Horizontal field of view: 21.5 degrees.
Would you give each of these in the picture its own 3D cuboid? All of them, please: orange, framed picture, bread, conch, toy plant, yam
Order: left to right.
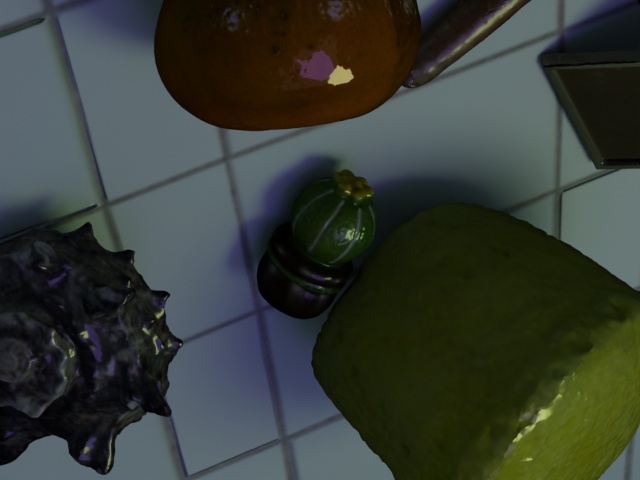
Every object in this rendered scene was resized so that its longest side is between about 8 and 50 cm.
[{"bbox_3d":[-0.263,0.109,1.635,0.240,0.186,0.313,16,147,-11],"label":"conch"},{"bbox_3d":[-0.029,-0.182,1.430,0.240,0.240,0.171,-9,99,-25],"label":"orange"},{"bbox_3d":[0.000,0.000,1.740,0.093,0.093,0.162,6,129,-37],"label":"toy plant"},{"bbox_3d":[0.183,0.142,1.816,0.348,0.308,0.348,-34,147,-25],"label":"bread"},{"bbox_3d":[0.175,-0.236,1.633,0.264,0.046,0.046,-39,141,11],"label":"yam"},{"bbox_3d":[0.398,-0.135,1.762,0.289,0.020,0.211,1,152,28],"label":"framed picture"}]

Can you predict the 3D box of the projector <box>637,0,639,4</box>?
[{"bbox_3d":[0.412,-0.350,1.374,0.242,0.405,0.395,15,123,-42],"label":"projector"}]
